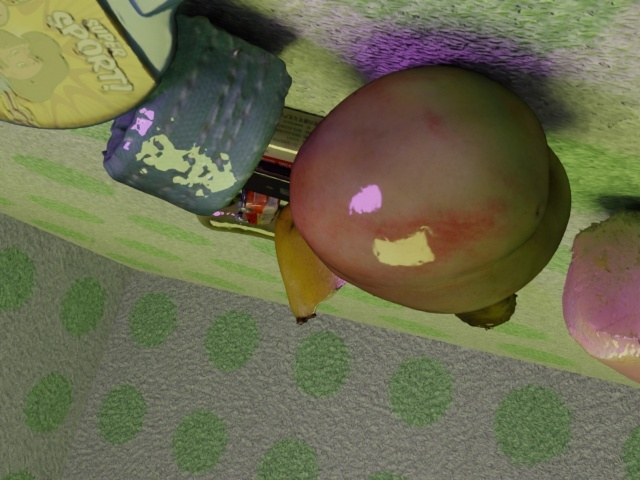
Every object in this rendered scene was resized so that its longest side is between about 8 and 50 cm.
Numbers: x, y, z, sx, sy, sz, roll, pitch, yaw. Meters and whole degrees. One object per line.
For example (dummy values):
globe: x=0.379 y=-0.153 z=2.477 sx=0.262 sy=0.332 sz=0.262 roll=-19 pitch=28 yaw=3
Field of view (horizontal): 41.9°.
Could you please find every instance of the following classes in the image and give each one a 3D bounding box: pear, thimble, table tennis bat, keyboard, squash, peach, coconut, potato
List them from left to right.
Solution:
table tennis bat: x=-0.210 y=-0.199 z=0.738 sx=0.329 sy=0.044 sz=0.215 roll=-16 pitch=136 yaw=16
thimble: x=-0.136 y=-0.143 z=0.917 sx=0.143 sy=0.198 sz=0.235 roll=24 pitch=141 yaw=-23
squash: x=-0.137 y=-0.042 z=1.717 sx=0.250 sy=0.083 sz=0.083 roll=15 pitch=169 yaw=4
keyboard: x=-0.030 y=-0.074 z=1.211 sx=0.317 sy=0.027 sz=0.106 roll=16 pitch=166 yaw=0
pear: x=0.002 y=-0.002 z=1.494 sx=0.178 sy=0.267 sz=0.267 roll=48 pitch=166 yaw=-3
peach: x=0.107 y=-0.046 z=0.869 sx=0.292 sy=0.247 sz=0.292 roll=-6 pitch=169 yaw=-1
potato: x=0.329 y=0.118 z=1.728 sx=0.149 sy=0.113 sz=0.251 roll=17 pitch=171 yaw=17
coconut: x=0.447 y=0.078 z=1.100 sx=0.233 sy=0.233 sz=0.245 roll=7 pitch=165 yaw=42

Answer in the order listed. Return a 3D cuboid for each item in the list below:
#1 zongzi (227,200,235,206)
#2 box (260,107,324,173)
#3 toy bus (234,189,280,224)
zongzi: x=-0.269 y=-0.111 z=1.603 sx=0.187 sy=0.084 sz=0.184 roll=22 pitch=180 yaw=11
box: x=0.021 y=-0.108 z=1.197 sx=0.353 sy=0.069 sz=0.214 roll=14 pitch=169 yaw=5
toy bus: x=-0.112 y=-0.077 z=1.529 sx=0.077 sy=0.079 sz=0.174 roll=9 pitch=169 yaw=-7
